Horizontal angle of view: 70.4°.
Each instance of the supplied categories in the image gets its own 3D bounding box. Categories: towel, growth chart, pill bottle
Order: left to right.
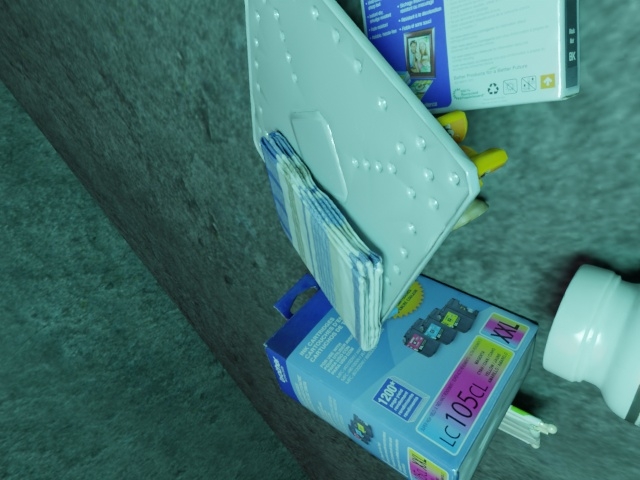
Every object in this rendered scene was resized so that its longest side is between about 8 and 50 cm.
[{"bbox_3d":[0.000,0.000,0.630,0.285,0.034,0.209,54,162,36],"label":"towel"},{"bbox_3d":[0.321,0.317,0.818,0.172,0.021,0.237,23,160,30],"label":"growth chart"},{"bbox_3d":[0.385,0.128,0.442,0.279,0.162,0.162,21,141,36],"label":"pill bottle"}]

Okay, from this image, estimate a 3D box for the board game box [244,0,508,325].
[{"bbox_3d":[0.016,-0.113,0.566,0.390,0.050,0.390,58,162,21],"label":"board game box"}]

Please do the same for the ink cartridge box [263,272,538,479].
[{"bbox_3d":[0.102,0.183,0.748,0.396,0.270,0.151,22,140,35],"label":"ink cartridge box"}]

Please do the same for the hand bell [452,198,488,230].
[{"bbox_3d":[0.103,-0.124,0.583,0.126,0.126,0.242,-23,95,58],"label":"hand bell"}]

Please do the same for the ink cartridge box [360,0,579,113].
[{"bbox_3d":[0.129,-0.230,0.433,0.206,0.045,0.208,9,117,45],"label":"ink cartridge box"}]
